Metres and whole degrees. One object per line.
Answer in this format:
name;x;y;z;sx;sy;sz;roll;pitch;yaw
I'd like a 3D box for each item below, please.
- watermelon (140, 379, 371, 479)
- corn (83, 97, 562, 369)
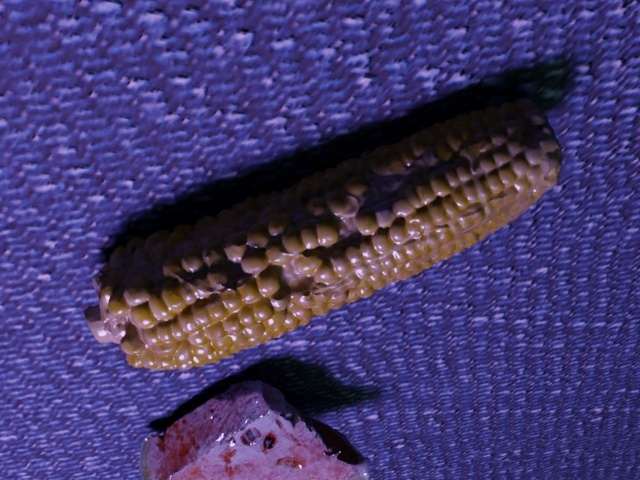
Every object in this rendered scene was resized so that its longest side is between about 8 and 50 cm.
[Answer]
watermelon;-0.045;0.150;0.903;0.187;0.071;0.139;1;139;-16
corn;0.000;0.000;0.656;0.288;0.086;0.086;-23;150;5
